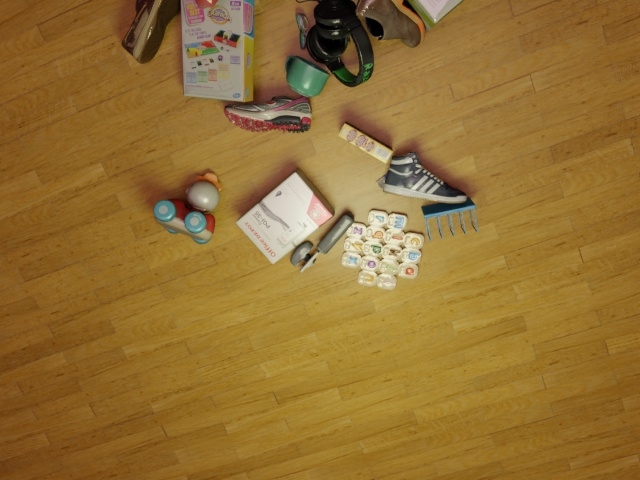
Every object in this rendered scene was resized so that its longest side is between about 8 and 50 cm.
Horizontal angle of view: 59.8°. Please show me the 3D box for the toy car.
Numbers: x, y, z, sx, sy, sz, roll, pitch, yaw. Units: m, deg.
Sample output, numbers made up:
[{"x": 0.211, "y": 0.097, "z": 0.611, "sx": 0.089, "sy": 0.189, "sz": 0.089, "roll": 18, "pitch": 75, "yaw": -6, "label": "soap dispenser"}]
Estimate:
[{"x": -0.446, "y": -0.136, "z": 1.958, "sx": 0.210, "sy": 0.219, "sz": 0.238, "roll": 21, "pitch": 77, "yaw": 0, "label": "toy car"}]

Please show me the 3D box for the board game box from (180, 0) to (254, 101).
[{"x": -0.334, "y": -0.622, "z": 1.810, "sx": 0.242, "sy": 0.064, "sz": 0.316, "roll": 11, "pitch": 111, "yaw": 21, "label": "board game box"}]

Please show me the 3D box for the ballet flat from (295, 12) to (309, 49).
[{"x": -0.054, "y": -0.689, "z": 1.831, "sx": 0.041, "sy": 0.041, "sz": 0.114, "roll": -8, "pitch": 105, "yaw": 7, "label": "ballet flat"}]

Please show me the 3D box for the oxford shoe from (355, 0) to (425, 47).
[{"x": 0.204, "y": -0.656, "z": 1.671, "sx": 0.130, "sy": 0.363, "sz": 0.133, "roll": 40, "pitch": 102, "yaw": 30, "label": "oxford shoe"}]

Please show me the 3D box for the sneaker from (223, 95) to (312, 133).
[{"x": -0.176, "y": -0.432, "z": 1.881, "sx": 0.299, "sy": 0.121, "sz": 0.112, "roll": 4, "pitch": 79, "yaw": 3, "label": "sneaker"}]

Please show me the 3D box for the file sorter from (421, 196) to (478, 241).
[{"x": 0.445, "y": -0.072, "z": 1.913, "sx": 0.170, "sy": 0.118, "sz": 0.104, "roll": -12, "pitch": 107, "yaw": 8, "label": "file sorter"}]

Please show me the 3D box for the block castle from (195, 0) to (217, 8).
[{"x": -0.210, "y": -0.901, "z": 1.655, "sx": 0.453, "sy": 0.303, "sz": 0.213, "roll": -26, "pitch": 144, "yaw": 10, "label": "block castle"}]

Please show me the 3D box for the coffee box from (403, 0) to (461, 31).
[{"x": 0.344, "y": -0.854, "z": 1.598, "sx": 0.338, "sy": 0.334, "sz": 0.337, "roll": -39, "pitch": 99, "yaw": 15, "label": "coffee box"}]

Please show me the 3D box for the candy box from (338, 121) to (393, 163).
[{"x": 0.152, "y": -0.331, "z": 1.871, "sx": 0.186, "sy": 0.109, "sz": 0.053, "roll": 28, "pitch": 106, "yaw": -3, "label": "candy box"}]

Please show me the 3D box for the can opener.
[{"x": 0.000, "y": 0.000, "z": 1.986, "sx": 0.095, "sy": 0.076, "sz": 0.283, "roll": 40, "pitch": 107, "yaw": -2, "label": "can opener"}]

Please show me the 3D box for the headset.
[{"x": 0.054, "y": -0.675, "z": 1.743, "sx": 0.185, "sy": 0.243, "sz": 0.394, "roll": -33, "pitch": 84, "yaw": -17, "label": "headset"}]

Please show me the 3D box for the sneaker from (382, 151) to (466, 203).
[{"x": 0.361, "y": -0.214, "z": 1.878, "sx": 0.282, "sy": 0.099, "sz": 0.153, "roll": 10, "pitch": 98, "yaw": 8, "label": "sneaker"}]

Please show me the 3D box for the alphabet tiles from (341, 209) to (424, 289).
[{"x": 0.223, "y": 0.035, "z": 2.008, "sx": 0.278, "sy": 0.021, "sz": 0.284, "roll": 10, "pitch": 105, "yaw": 5, "label": "alphabet tiles"}]

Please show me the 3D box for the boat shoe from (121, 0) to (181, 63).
[{"x": -0.552, "y": -0.753, "z": 1.813, "sx": 0.123, "sy": 0.123, "sz": 0.342, "roll": 39, "pitch": 118, "yaw": 5, "label": "boat shoe"}]

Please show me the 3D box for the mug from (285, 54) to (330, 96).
[{"x": -0.051, "y": -0.537, "z": 1.835, "sx": 0.129, "sy": 0.158, "sz": 0.097, "roll": 19, "pitch": 112, "yaw": -25, "label": "mug"}]

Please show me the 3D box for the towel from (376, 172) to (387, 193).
[{"x": 0.242, "y": -0.207, "z": 1.948, "sx": 0.083, "sy": 0.009, "sz": 0.060, "roll": -37, "pitch": 98, "yaw": 13, "label": "towel"}]

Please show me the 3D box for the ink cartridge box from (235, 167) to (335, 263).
[{"x": -0.121, "y": -0.084, "z": 1.956, "sx": 0.283, "sy": 0.117, "sz": 0.207, "roll": -39, "pitch": 99, "yaw": 13, "label": "ink cartridge box"}]
